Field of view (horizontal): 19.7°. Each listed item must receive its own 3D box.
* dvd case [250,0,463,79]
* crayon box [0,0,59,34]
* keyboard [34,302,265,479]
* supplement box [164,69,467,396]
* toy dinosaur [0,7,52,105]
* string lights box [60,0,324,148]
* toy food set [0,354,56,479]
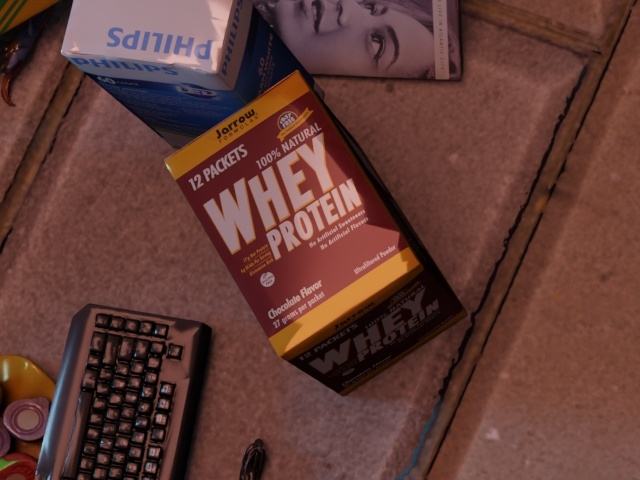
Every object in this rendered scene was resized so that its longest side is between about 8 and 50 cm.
[{"bbox_3d":[0.011,-0.220,1.576,0.221,0.018,0.164,3,116,16],"label":"dvd case"},{"bbox_3d":[-0.314,-0.283,1.668,0.318,0.081,0.202,-29,54,8],"label":"crayon box"},{"bbox_3d":[-0.141,0.220,1.529,0.201,0.033,0.317,10,78,2],"label":"keyboard"},{"bbox_3d":[0.000,0.000,1.479,0.129,0.194,0.191,-34,70,5],"label":"supplement box"},{"bbox_3d":[-0.277,-0.186,1.695,0.047,0.090,0.082,26,49,33],"label":"toy dinosaur"},{"bbox_3d":[-0.097,-0.136,1.506,0.133,0.260,0.077,9,79,17],"label":"string lights box"},{"bbox_3d":[-0.284,0.200,1.572,0.128,0.071,0.218,-9,74,13],"label":"toy food set"}]
